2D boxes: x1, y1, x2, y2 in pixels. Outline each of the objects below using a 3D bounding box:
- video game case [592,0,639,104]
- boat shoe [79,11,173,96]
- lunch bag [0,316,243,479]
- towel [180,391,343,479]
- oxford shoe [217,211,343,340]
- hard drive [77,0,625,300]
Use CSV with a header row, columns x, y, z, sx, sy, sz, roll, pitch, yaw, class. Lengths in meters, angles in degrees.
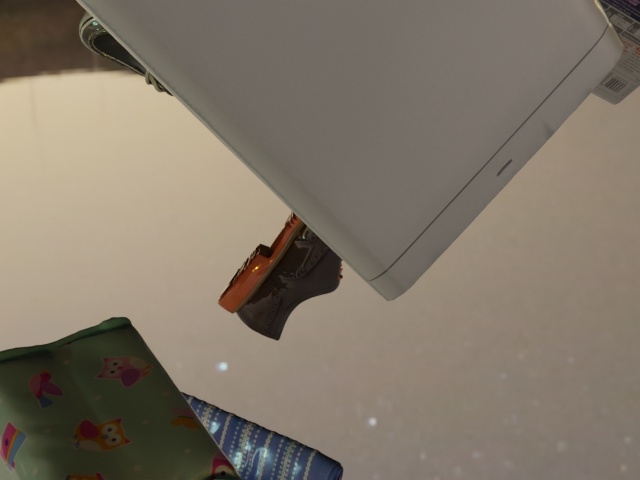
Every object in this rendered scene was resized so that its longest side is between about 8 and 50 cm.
x,y,z,sx,sy,sz,roll,pitch,yaw,class
0.238,-0.203,1.187,0.201,0.023,0.183,21,131,-37,video game case
-0.137,-0.178,1.414,0.219,0.078,0.070,10,-127,17,boat shoe
-0.153,0.229,1.119,0.160,0.262,0.223,-16,-144,-23,lunch bag
-0.135,0.352,1.960,0.336,0.243,0.040,18,-178,34,towel
0.000,0.000,1.737,0.098,0.271,0.097,40,-164,-7,oxford shoe
0.034,-0.131,0.855,0.047,0.233,0.353,42,179,41,hard drive
